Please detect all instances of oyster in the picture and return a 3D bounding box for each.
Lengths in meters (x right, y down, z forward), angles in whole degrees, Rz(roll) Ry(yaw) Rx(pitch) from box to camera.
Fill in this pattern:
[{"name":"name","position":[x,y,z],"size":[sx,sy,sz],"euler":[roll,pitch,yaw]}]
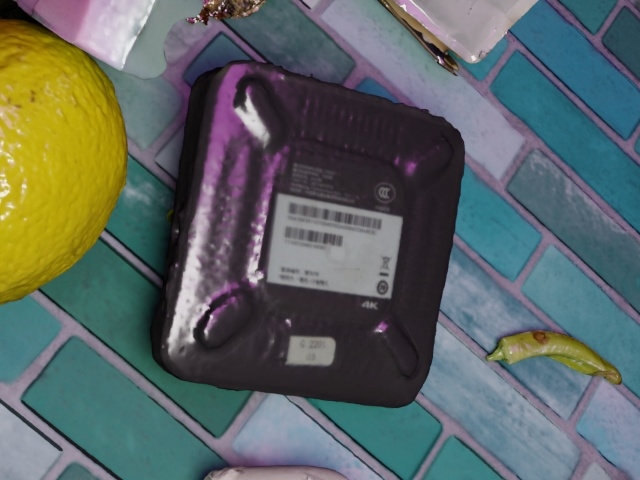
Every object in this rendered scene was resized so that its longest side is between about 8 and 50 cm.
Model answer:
[{"name":"oyster","position":[-0.119,-0.307,1.256],"size":[0.132,0.029,0.086],"euler":[-30,89,-25]}]

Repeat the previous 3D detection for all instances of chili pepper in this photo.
[{"name":"chili pepper","position":[0.307,0.144,1.317],"size":[0.208,0.043,0.049],"euler":[11,60,-21]}]

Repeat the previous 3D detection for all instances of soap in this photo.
[{"name":"soap","position":[-0.220,-0.252,1.029],"size":[0.193,0.324,0.109],"euler":[30,96,-15]}]

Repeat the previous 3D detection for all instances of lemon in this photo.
[{"name":"lemon","position":[-0.317,-0.078,0.980],"size":[0.268,0.268,0.322],"euler":[37,69,-11]}]

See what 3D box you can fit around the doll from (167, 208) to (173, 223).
[{"name":"doll","position":[-0.105,-0.069,1.172],"size":[0.129,0.081,0.207],"euler":[34,67,-2]}]

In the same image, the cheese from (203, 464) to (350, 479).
[{"name":"cheese","position":[-0.022,0.323,1.065],"size":[0.189,0.154,0.198],"euler":[-4,78,-30]}]

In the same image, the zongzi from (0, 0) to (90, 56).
[{"name":"zongzi","position":[-0.317,-0.242,1.143],"size":[0.109,0.055,0.119],"euler":[-8,69,-27]}]

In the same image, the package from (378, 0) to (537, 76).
[{"name":"package","position":[0.112,-0.370,1.327],"size":[0.311,0.221,0.165],"euler":[36,105,-13]}]

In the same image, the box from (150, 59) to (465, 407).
[{"name":"box","position":[0.000,0.000,1.141],"size":[0.359,0.091,0.350],"euler":[11,85,-31]}]
